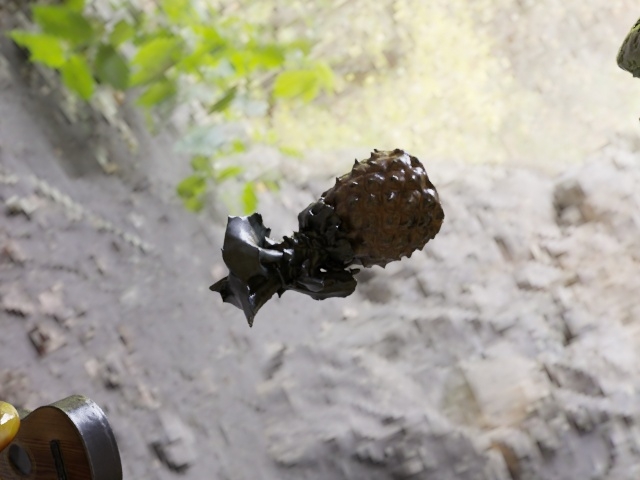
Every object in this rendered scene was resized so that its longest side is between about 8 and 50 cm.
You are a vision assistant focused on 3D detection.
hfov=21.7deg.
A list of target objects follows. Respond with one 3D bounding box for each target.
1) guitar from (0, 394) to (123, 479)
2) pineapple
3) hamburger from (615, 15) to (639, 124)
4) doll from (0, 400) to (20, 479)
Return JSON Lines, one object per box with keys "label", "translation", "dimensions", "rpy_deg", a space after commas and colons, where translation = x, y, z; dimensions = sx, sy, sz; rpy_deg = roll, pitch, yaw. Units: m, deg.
{"label": "guitar", "translation": [-0.255, 0.161, 1.249], "dimensions": [0.038, 0.271, 0.083], "rpy_deg": [-21, 101, -51]}
{"label": "pineapple", "translation": [0.000, 0.000, 1.632], "dimensions": [0.237, 0.111, 0.119], "rpy_deg": [-29, 50, -19]}
{"label": "hamburger", "translation": [0.285, -0.147, 1.127], "dimensions": [0.214, 0.235, 0.125], "rpy_deg": [-37, 96, -11]}
{"label": "doll", "translation": [-0.247, 0.268, 1.154], "dimensions": [0.166, 0.162, 0.269], "rpy_deg": [-58, 130, -64]}
